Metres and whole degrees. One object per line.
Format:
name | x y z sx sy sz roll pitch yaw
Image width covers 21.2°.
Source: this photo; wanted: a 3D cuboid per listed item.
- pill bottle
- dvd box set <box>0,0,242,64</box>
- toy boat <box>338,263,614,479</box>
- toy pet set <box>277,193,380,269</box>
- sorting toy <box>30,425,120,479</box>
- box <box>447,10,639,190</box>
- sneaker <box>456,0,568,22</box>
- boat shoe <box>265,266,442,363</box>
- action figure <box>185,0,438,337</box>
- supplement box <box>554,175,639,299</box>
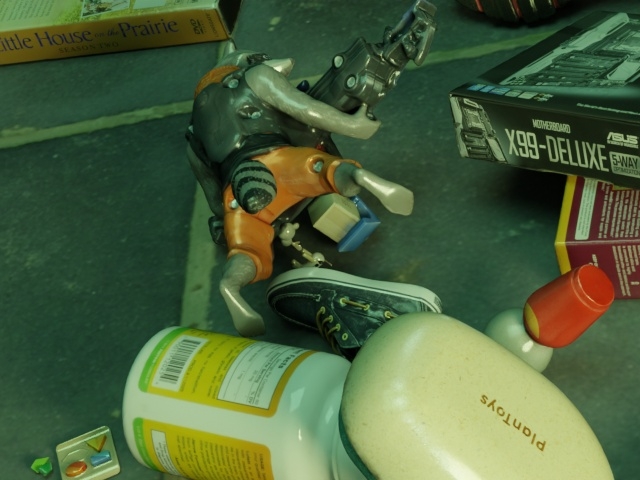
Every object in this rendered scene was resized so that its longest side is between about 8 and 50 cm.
pill bottle | -0.042 0.161 1.531 0.245 0.136 0.136 9 49 29
dvd box set | -0.290 -0.355 2.229 0.420 0.062 0.308 -5 44 17
toy boat | 0.150 0.147 1.444 0.148 0.267 0.318 -43 7 44
toy pet set | 0.000 0.000 1.758 0.114 0.065 0.122 -47 28 18
sorting toy | -0.237 0.214 1.645 0.083 0.012 0.062 -22 42 -2
box | 0.319 -0.139 1.666 0.242 0.077 0.307 -31 29 -33
sneaker | 0.296 -0.331 1.961 0.313 0.116 0.136 -12 14 19
boat shoe | 0.020 0.079 1.644 0.183 0.065 0.083 4 46 24
action figure | -0.028 -0.109 1.666 0.341 0.178 0.330 -51 35 16
supplement box | 0.323 -0.008 1.603 0.188 0.081 0.104 -2 44 20
